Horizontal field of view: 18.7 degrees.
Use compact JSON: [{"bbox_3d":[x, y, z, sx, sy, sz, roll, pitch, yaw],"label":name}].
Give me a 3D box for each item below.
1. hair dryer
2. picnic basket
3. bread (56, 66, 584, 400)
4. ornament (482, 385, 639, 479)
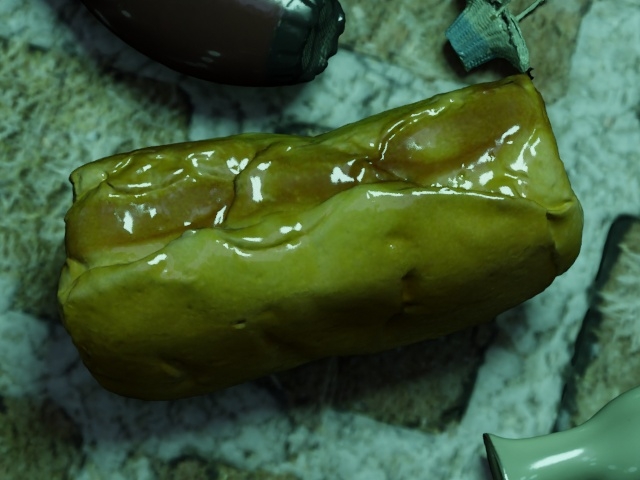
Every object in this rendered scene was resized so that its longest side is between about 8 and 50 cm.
[{"bbox_3d":[-0.077,-0.299,1.359,0.312,0.123,0.340,29,94,15],"label":"hair dryer"},{"bbox_3d":[0.128,-0.158,1.379,0.083,0.065,0.083,-34,74,11],"label":"picnic basket"},{"bbox_3d":[0.001,0.004,1.283,0.344,0.195,0.149,-12,72,1],"label":"bread"},{"bbox_3d":[0.195,0.143,1.311,0.156,0.081,0.075,-17,41,-2],"label":"ornament"}]
